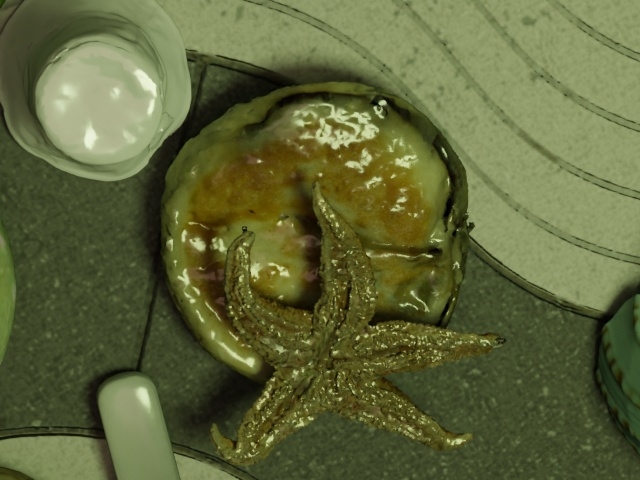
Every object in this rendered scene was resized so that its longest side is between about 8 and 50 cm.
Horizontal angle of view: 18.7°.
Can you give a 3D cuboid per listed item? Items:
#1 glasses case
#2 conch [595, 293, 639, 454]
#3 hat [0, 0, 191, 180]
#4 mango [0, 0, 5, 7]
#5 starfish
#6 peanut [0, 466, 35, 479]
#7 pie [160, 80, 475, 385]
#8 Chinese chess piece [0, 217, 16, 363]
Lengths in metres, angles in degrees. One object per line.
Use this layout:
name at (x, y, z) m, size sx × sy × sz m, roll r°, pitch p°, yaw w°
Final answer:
glasses case at (-0.181, 0.209, 1.961) m, size 0.063 × 0.041 × 0.164 m, roll -14°, pitch 110°, yaw -3°
conch at (0.446, 0.151, 1.962) m, size 0.303 × 0.215 × 0.319 m, roll -40°, pitch 109°, yaw 16°
hat at (-0.209, -0.140, 1.799) m, size 0.203 × 0.126 × 0.203 m, roll -2°, pitch 105°, yaw -7°
mango at (-0.346, -0.314, 1.685) m, size 0.225 × 0.201 × 0.382 m, roll 27°, pitch 92°, yaw 6°
starfish at (0.029, 0.102, 1.883) m, size 0.302 × 0.060 × 0.299 m, roll 18°, pitch 107°, yaw -14°
peanut at (-0.253, 0.327, 1.931) m, size 0.313 × 0.152 × 0.152 m, roll 24°, pitch 103°, yaw -18°
pie at (0.000, 0.000, 1.907) m, size 0.339 × 0.077 × 0.339 m, roll -4°, pitch 116°, yaw -8°
Chinese chess piece at (-0.459, 0.045, 1.808) m, size 0.349 × 0.146 × 0.349 m, roll -3°, pitch 108°, yaw -9°
